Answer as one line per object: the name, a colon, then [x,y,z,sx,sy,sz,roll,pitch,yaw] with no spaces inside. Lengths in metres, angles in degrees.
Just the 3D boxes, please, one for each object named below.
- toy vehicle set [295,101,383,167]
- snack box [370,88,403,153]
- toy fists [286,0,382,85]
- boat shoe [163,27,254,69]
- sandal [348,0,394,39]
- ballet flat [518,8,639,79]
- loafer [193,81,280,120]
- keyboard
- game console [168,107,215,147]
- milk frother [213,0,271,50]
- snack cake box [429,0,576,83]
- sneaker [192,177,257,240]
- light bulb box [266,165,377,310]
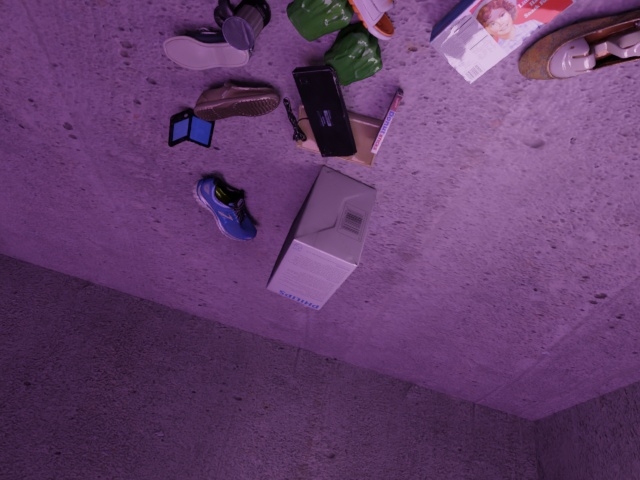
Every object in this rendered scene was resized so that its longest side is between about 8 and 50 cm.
toy vehicle set: [0.057,-0.335,1.315,0.267,0.035,0.166,16,142,2]
snack box: [0.190,-0.340,1.192,0.022,0.064,0.178,22,124,-2]
toy fists: [0.051,-0.524,1.039,0.142,0.096,0.279,-7,139,46]
boat shoe: [-0.312,-0.542,1.163,0.255,0.079,0.095,3,138,14]
sandal: [0.101,-0.580,0.941,0.076,0.102,0.265,-21,127,42]
ballet flat: [0.631,-0.429,0.919,0.349,0.123,0.123,-8,136,29]
loafer: [-0.257,-0.435,1.266,0.269,0.092,0.102,-5,167,4]
keyboard: [-0.013,-0.368,1.226,0.202,0.033,0.317,3,145,20]
game console: [-0.446,-0.370,1.427,0.085,0.124,0.144,44,142,9]
milk frother: [-0.220,-0.555,1.066,0.129,0.134,0.143,36,139,-22]
snack cake box: [0.398,-0.505,0.933,0.152,0.089,0.264,36,138,-20]
sneaker: [-0.358,-0.120,1.665,0.147,0.129,0.330,-10,135,34]
light bulb box: [0.000,0.000,1.492,0.225,0.358,0.361,24,143,-6]
